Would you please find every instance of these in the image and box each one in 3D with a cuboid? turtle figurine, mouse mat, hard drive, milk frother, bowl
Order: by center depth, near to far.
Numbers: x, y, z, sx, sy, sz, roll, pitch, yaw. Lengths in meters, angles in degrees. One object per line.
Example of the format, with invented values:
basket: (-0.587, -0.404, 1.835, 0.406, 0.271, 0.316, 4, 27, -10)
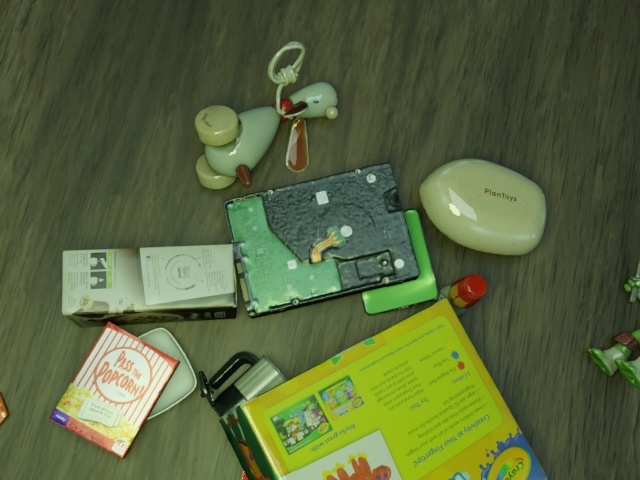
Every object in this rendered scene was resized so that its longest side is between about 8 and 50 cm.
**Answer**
milk frother: (-0.142, 0.261, 1.440, 0.134, 0.143, 0.129, -42, 77, -12)
bowl: (-0.311, 0.249, 1.471, 0.142, 0.053, 0.142, -30, 81, -12)
turtle figurine: (0.643, 0.136, 1.540, 0.266, 0.275, 0.198, -40, 49, -10)
hard drive: (0.000, 0.000, 1.542, 0.338, 0.064, 0.237, -14, 79, -2)
mouse mat: (0.141, 0.042, 1.571, 0.152, 0.007, 0.190, -15, 79, 12)

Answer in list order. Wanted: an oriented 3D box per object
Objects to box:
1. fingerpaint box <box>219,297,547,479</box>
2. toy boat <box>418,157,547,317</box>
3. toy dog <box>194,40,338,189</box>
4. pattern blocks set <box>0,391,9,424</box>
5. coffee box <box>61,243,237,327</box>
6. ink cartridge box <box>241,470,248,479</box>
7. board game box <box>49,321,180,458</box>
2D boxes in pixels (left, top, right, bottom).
fingerpaint box: (0.110, 0.365, 1.385, 0.444, 0.163, 0.371, -24, 80, -28)
toy boat: (0.300, -0.007, 1.572, 0.267, 0.148, 0.318, 20, 67, -7)
toy dog: (-0.091, -0.202, 1.544, 0.333, 0.220, 0.161, -39, 61, -5)
pattern blocks set: (-0.707, 0.302, 1.425, 0.285, 0.026, 0.325, 16, 75, -3)
coffee box: (-0.303, 0.085, 1.453, 0.297, 0.168, 0.119, -3, 77, -7)
ink cartridge box: (-0.027, 0.471, 1.421, 0.232, 0.066, 0.189, 15, 71, -20)
board game box: (-0.360, 0.264, 1.410, 0.146, 0.045, 0.193, 28, 75, 1)
